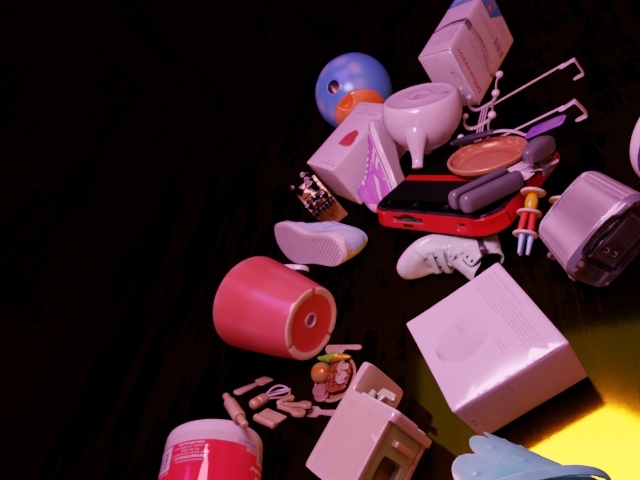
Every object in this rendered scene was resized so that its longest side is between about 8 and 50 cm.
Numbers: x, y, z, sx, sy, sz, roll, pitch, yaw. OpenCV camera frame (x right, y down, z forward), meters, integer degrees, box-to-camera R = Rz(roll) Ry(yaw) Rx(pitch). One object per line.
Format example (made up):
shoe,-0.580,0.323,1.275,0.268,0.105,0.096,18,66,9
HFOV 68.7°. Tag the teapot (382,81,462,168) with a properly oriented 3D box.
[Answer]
teapot,0.315,-0.354,1.422,0.256,0.187,0.252,-27,33,-12

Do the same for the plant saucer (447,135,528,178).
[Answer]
plant saucer,0.431,-0.211,1.209,0.200,0.037,0.200,-20,27,10

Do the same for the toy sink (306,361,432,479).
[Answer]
toy sink,0.113,0.387,0.916,0.131,0.153,0.234,11,61,50

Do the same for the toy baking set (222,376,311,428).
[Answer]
toy baking set,-0.137,0.396,1.140,0.256,0.197,0.030,12,97,59

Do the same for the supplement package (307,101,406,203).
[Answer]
supplement package,0.136,-0.300,1.586,0.293,0.175,0.178,-50,35,-8

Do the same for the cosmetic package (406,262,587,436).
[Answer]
cosmetic package,0.326,0.205,0.898,0.225,0.138,0.224,-38,35,12

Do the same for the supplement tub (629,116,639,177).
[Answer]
supplement tub,0.719,-0.130,0.753,0.241,0.241,0.331,-37,35,11

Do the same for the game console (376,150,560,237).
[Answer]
game console,0.368,-0.135,1.228,0.342,0.060,0.387,-39,30,-29

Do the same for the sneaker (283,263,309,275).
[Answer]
sneaker,-0.134,0.148,1.501,0.217,0.079,0.121,-9,70,23

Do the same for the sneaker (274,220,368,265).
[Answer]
sneaker,0.000,0.000,1.476,0.150,0.135,0.366,-19,23,-36

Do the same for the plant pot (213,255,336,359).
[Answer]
plant pot,-0.109,0.193,1.272,0.243,0.275,0.274,11,62,41

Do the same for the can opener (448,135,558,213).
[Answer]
can opener,0.412,-0.156,1.051,0.284,0.095,0.076,-24,26,-17

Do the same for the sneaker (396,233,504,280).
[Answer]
sneaker,0.303,0.052,1.112,0.256,0.094,0.151,-28,31,18

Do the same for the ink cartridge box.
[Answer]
ink cartridge box,0.480,-0.623,1.529,0.129,0.223,0.307,7,59,50

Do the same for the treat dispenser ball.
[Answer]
treat dispenser ball,0.124,-0.553,1.761,0.288,0.288,0.288,-27,38,24

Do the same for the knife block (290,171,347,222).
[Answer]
knife block,-0.026,-0.162,1.550,0.088,0.242,0.275,-39,34,7

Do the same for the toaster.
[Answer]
toaster,0.537,-0.035,0.905,0.226,0.129,0.146,-61,24,24

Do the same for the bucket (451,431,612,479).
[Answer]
bucket,0.280,0.414,0.620,0.183,0.281,0.281,7,58,38

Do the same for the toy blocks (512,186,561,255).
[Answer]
toy blocks,0.485,-0.030,1.021,0.054,0.123,0.148,124,161,-78

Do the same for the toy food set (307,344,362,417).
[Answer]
toy food set,0.027,0.336,1.154,0.133,0.038,0.192,-13,45,37

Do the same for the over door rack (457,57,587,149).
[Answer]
over door rack,0.546,-0.389,1.299,0.324,0.108,0.239,-12,39,38

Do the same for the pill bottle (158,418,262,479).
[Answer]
pill bottle,-0.245,0.613,0.978,0.229,0.229,0.407,-28,38,22

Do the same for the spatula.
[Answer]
spatula,0.478,-0.280,1.222,0.297,0.030,0.084,-1,31,40

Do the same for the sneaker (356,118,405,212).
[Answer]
sneaker,0.162,-0.224,1.457,0.161,0.102,0.281,-22,75,38
